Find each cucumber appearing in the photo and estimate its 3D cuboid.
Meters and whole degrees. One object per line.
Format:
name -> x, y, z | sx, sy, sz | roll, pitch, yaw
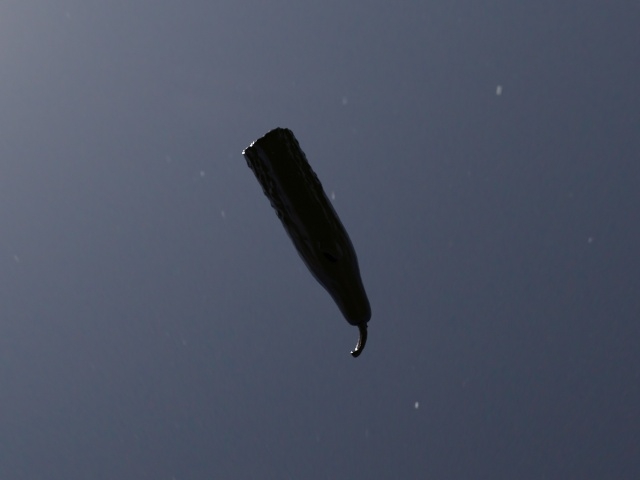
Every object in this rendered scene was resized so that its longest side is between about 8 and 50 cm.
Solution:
cucumber -> 0.000, 0.000, 0.802 | 0.043, 0.039, 0.163 | -30, -93, 0
